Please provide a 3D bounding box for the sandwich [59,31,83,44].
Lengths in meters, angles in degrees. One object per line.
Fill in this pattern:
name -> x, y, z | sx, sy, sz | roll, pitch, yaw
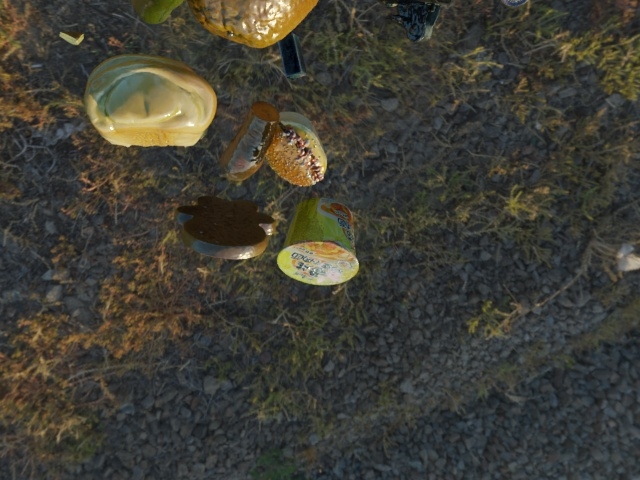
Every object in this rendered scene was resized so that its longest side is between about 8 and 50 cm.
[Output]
sandwich -> -0.873, -0.716, 1.520 | 0.044, 0.083, 0.031 | 54, 134, 9

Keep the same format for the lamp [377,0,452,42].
lamp -> 0.276, -0.807, 1.246 | 0.205, 0.272, 0.374 | -26, 146, -44

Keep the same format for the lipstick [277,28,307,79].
lipstick -> -0.098, -0.592, 1.135 | 0.051, 0.051, 0.313 | -10, 97, 22

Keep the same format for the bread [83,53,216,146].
bread -> -0.431, -0.364, 1.088 | 0.315, 0.270, 0.212 | -7, 91, -17

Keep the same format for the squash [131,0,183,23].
squash -> -0.285, -0.448, 0.762 | 0.087, 0.331, 0.087 | -10, 111, -28

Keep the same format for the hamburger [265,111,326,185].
hamburger -> -0.101, -0.325, 1.571 | 0.226, 0.152, 0.295 | -3, 148, 25

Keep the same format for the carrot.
carrot -> -0.240, -0.319, 1.448 | 0.138, 0.139, 0.302 | 23, 139, -18

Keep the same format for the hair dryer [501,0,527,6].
hair dryer -> 0.590, -0.691, 0.985 | 0.360, 0.301, 0.121 | 4, 157, 23

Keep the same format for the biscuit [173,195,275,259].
biscuit -> -0.166, -0.025, 0.750 | 0.179, 0.236, 0.039 | 8, 110, -12

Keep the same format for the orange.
orange -> -0.139, -0.595, 0.895 | 0.321, 0.322, 0.357 | 14, 89, -14

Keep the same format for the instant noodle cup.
instant noodle cup -> 0.000, 0.000, 1.407 | 0.264, 0.200, 0.264 | 4, 144, 3
